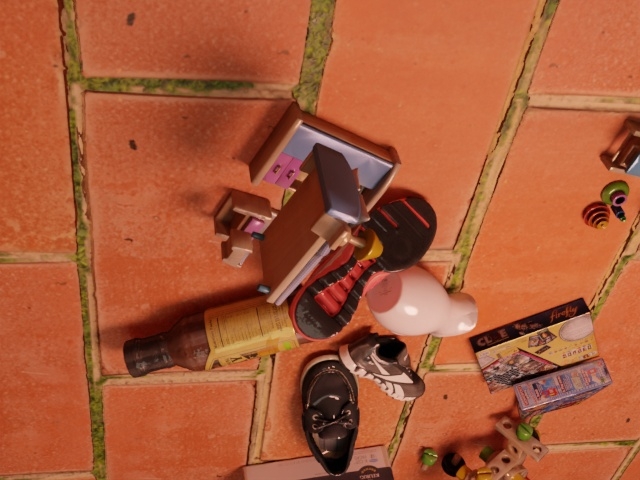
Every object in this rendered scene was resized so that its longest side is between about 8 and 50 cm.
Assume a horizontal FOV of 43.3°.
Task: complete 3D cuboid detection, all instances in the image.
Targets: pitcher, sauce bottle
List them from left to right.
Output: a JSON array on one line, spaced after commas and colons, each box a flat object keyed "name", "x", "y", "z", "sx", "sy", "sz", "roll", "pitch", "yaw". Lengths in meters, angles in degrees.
[{"name": "sauce bottle", "x": -0.180, "y": 0.172, "z": 1.455, "sx": 0.344, "sy": 0.111, "sz": 0.111, "roll": -14, "pitch": 134, "yaw": 3}, {"name": "pitcher", "x": 0.162, "y": 0.127, "z": 1.488, "sx": 0.178, "sy": 0.125, "sz": 0.207, "roll": -28, "pitch": 145, "yaw": 34}]

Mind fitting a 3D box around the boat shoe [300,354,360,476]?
[{"name": "boat shoe", "x": 0.023, "y": 0.378, "z": 1.685, "sx": 0.127, "sy": 0.113, "sz": 0.340, "roll": -3, "pitch": 133, "yaw": -9}]

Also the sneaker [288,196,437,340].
[{"name": "sneaker", "x": 0.058, "y": 0.034, "z": 1.362, "sx": 0.314, "sy": 0.136, "sz": 0.116, "roll": -41, "pitch": 102, "yaw": -12}]

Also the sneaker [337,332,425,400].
[{"name": "sneaker", "x": 0.149, "y": 0.251, "z": 1.618, "sx": 0.234, "sy": 0.078, "sz": 0.106, "roll": 33, "pitch": 121, "yaw": -32}]

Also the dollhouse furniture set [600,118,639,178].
[{"name": "dollhouse furniture set", "x": 0.575, "y": -0.154, "z": 1.293, "sx": 0.129, "sy": 0.129, "sz": 0.183, "roll": 10, "pitch": 129, "yaw": -20}]

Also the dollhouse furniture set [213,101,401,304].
[{"name": "dollhouse furniture set", "x": 0.000, "y": 0.000, "z": 1.196, "sx": 0.198, "sy": 0.303, "sz": 0.286, "roll": 21, "pitch": 125, "yaw": -27}]

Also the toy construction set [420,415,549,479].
[{"name": "toy construction set", "x": 0.416, "y": 0.548, "z": 1.808, "sx": 0.258, "sy": 0.309, "sz": 0.237, "roll": -3, "pitch": 133, "yaw": -21}]

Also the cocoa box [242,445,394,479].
[{"name": "cocoa box", "x": 0.005, "y": 0.652, "z": 1.858, "sx": 0.347, "sy": 0.228, "sz": 0.231, "roll": -7, "pitch": 134, "yaw": -6}]

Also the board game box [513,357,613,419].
[{"name": "board game box", "x": 0.498, "y": 0.330, "z": 1.748, "sx": 0.194, "sy": 0.060, "sz": 0.194, "roll": -11, "pitch": 157, "yaw": -12}]

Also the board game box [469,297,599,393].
[{"name": "board game box", "x": 0.447, "y": 0.223, "z": 1.680, "sx": 0.243, "sy": 0.042, "sz": 0.165, "roll": -21, "pitch": 133, "yaw": 7}]

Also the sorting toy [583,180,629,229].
[{"name": "sorting toy", "x": 0.518, "y": -0.054, "z": 1.435, "sx": 0.061, "sy": 0.042, "sz": 0.102, "roll": 17, "pitch": 127, "yaw": -25}]
